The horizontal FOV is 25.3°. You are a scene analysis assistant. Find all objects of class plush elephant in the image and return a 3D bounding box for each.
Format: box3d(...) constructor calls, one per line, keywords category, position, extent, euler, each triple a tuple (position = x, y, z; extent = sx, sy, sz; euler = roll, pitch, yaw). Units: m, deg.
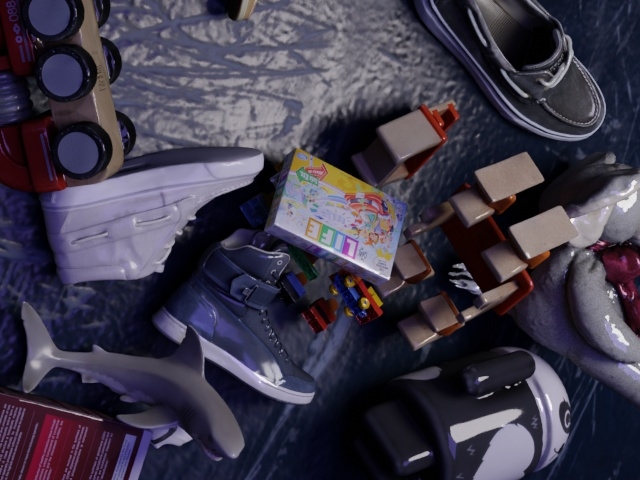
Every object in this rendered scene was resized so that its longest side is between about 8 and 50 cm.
box3d(category="plush elephant", position=(0.364, 0.017, 1.807), extent=(0.330, 0.272, 0.255), euler=(29, 108, -7))

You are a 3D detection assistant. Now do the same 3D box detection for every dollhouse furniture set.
box3d(category="dollhouse furniture set", position=(0.165, -0.033, 1.706), extent=(0.135, 0.262, 0.259), euler=(-22, 75, -36))

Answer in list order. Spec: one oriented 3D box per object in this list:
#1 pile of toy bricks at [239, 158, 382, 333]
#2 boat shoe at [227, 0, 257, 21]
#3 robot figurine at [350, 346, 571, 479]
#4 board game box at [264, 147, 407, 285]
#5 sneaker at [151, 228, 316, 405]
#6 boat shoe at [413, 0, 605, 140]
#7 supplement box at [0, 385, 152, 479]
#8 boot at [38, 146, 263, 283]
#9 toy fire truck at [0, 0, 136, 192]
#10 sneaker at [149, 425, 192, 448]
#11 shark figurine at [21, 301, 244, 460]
box3d(category="pile of toy bricks", position=(0.000, 0.000, 1.700), extent=(0.212, 0.118, 0.105), euler=(57, 39, -6))
box3d(category="boat shoe", position=(-0.066, -0.320, 1.635), extent=(0.048, 0.056, 0.153), euler=(19, 79, -26))
box3d(category="robot figurine", position=(0.181, 0.234, 1.779), extent=(0.278, 0.209, 0.173), euler=(-14, 90, -28))
box3d(category="board game box", position=(0.019, -0.026, 1.624), extent=(0.154, 0.026, 0.103), euler=(26, 61, -20))
box3d(category="sneaker", position=(-0.059, 0.085, 1.654), extent=(0.226, 0.086, 0.163), euler=(34, 94, -29))
box3d(category="boat shoe", position=(0.258, -0.229, 1.798), extent=(0.335, 0.119, 0.121), euler=(34, 79, -29))
box3d(category="supplement box", position=(-0.317, 0.234, 1.546), extent=(0.239, 0.073, 0.130), euler=(20, 86, -32))
box3d(category="boot", position=(-0.181, -0.027, 1.592), extent=(0.258, 0.095, 0.123), euler=(-12, 109, -20))
box3d(category="toy fire truck", position=(-0.340, -0.151, 1.461), extent=(0.246, 0.158, 0.217), euler=(-7, 103, 11))
box3d(category="sneaker", position=(-0.154, 0.215, 1.665), extent=(0.109, 0.040, 0.043), euler=(-3, 114, -27))
box3d(category="shark figurine", position=(-0.190, 0.139, 1.577), extent=(0.278, 0.166, 0.116), euler=(23, 101, 8))
